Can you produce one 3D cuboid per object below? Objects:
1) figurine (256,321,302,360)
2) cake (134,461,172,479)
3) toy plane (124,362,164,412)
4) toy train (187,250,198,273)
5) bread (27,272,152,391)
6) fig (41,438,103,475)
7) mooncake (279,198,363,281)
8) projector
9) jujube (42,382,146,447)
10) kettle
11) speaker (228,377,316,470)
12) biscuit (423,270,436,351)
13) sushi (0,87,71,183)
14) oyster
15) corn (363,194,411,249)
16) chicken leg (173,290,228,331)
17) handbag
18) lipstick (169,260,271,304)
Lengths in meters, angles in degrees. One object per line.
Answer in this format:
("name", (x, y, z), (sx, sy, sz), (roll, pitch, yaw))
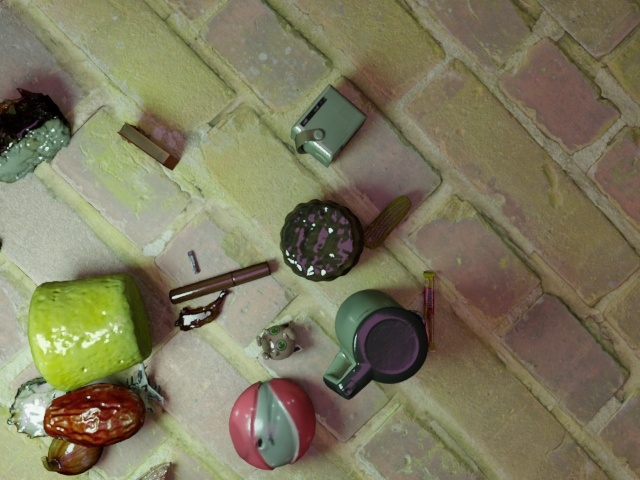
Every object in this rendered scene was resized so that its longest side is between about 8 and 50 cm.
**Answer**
("figurine", (-0.144, 0.350, 1.577), (0.137, 0.125, 0.125), (-17, 91, -19))
("cake", (-0.604, 0.875, 1.562), (0.287, 0.098, 0.135), (-42, 91, 2))
("toy plane", (-0.608, 0.501, 1.568), (0.159, 0.082, 0.234), (11, 101, 5))
("toy train", (-0.449, 0.078, 1.612), (0.017, 0.017, 0.083), (-18, 91, -5))
("bread", (-0.713, 0.267, 1.443), (0.307, 0.348, 0.349), (-17, 91, -9))
("fig", (-0.819, 0.694, 1.487), (0.174, 0.207, 0.175), (7, 110, 18))
("mooncake", (0.000, 0.000, 1.546), (0.290, 0.161, 0.291), (-1, 86, 10))
("projector", (0.019, -0.381, 1.573), (0.177, 0.163, 0.243), (40, 83, -2))
("jujube", (-0.707, 0.555, 1.443), (0.289, 0.197, 0.198), (2, 89, -9))
("kettle", (0.148, 0.335, 1.465), (0.361, 0.376, 0.250), (-40, 92, -4))
("speaker", (-0.153, 0.616, 1.548), (0.293, 0.294, 0.295), (0, 90, -3))
("biscuit", (0.394, 0.257, 1.657), (0.048, 0.026, 0.292), (0, 89, 16))
("sushi", (-1.002, -0.333, 1.513), (0.343, 0.196, 0.182), (-41, 73, -8))
("oyster", (-0.936, 0.544, 1.550), (0.198, 0.092, 0.260), (27, 97, -3))
("corn", (0.235, -0.064, 1.625), (0.080, 0.080, 0.231), (44, 85, -2))
("chicken leg", (-0.411, 0.252, 1.598), (0.219, 0.048, 0.090), (-24, 94, -3))
("handbag", (-0.584, -0.319, 1.553), (0.190, 0.127, 0.063), (35, 88, -1))
("lipstick", (-0.350, 0.148, 1.599), (0.356, 0.057, 0.057), (-18, 91, -3))
